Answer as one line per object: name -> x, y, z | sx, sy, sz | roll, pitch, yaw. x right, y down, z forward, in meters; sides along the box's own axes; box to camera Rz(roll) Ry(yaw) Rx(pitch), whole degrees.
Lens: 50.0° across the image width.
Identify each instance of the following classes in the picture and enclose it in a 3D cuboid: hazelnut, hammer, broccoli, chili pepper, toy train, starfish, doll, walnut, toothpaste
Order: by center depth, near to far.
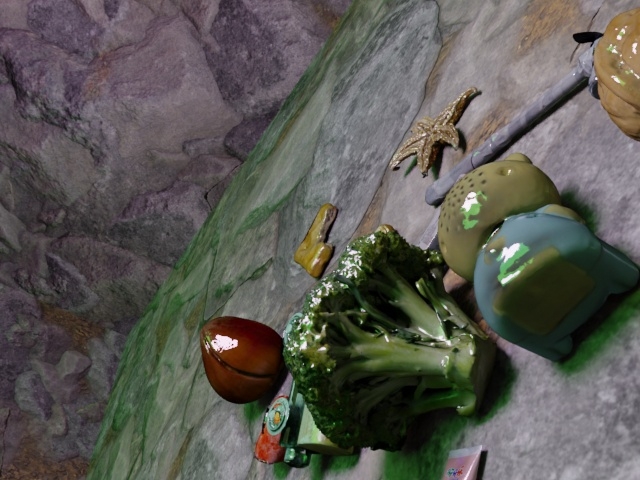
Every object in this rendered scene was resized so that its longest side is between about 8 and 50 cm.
walnut -> 0.395, -0.196, 0.800 | 0.166, 0.149, 0.166 | 174, 90, -80
toothpaste -> 0.156, 0.343, 0.832 | 0.067, 0.043, 0.194 | -39, 24, 54
doll -> 0.246, 0.005, 0.871 | 0.177, 0.161, 0.260 | -56, 23, 22
broccoli -> 0.098, 0.138, 0.961 | 0.283, 0.304, 0.321 | 9, 72, 37
hammer -> 0.308, -0.173, 1.124 | 0.427, 0.044, 0.152 | -43, 26, 43
toy train -> 0.000, 0.238, 1.195 | 0.189, 0.126, 0.307 | -33, 39, 57
chili pepper -> -0.061, 0.340, 1.310 | 0.086, 0.084, 0.192 | 34, 101, 54
starfish -> 0.228, -0.211, 1.370 | 0.240, 0.043, 0.227 | -49, 25, 24
hazelnut -> -0.186, 0.258, 1.546 | 0.208, 0.208, 0.208 | -50, 23, 30

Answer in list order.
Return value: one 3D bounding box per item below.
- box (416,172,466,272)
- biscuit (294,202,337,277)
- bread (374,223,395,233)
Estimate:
box -> 0.204, -0.004, 1.139 | 0.218, 0.055, 0.039 | -60, 19, 7
biscuit -> 0.000, 0.000, 1.671 | 0.174, 0.039, 0.183 | -58, 20, 5
bread -> 0.119, 0.007, 1.370 | 0.088, 0.034, 0.049 | -58, 34, 23
